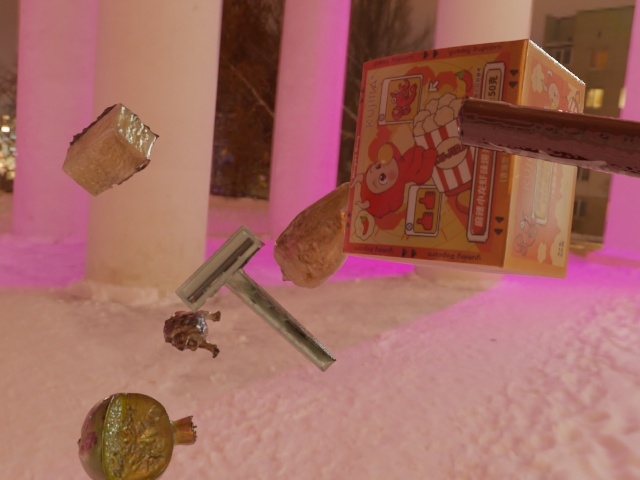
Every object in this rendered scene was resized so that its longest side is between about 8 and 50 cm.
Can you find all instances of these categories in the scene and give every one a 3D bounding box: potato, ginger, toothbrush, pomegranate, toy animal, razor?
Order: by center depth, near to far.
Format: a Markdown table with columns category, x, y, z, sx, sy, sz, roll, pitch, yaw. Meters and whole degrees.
| category | x | y | z | sx | sy | sz | roll | pitch | yaw |
| --- | --- | --- | --- | --- | --- | --- | --- | --- | --- |
| toothbrush | 0.252 | -0.045 | 0.422 | 0.364 | 0.041 | 0.041 | 17 | 12 | 32 |
| razor | -0.062 | 0.092 | 0.889 | 0.056 | 0.111 | 0.278 | 41 | -5 | 44 |
| potato | -0.287 | -0.118 | 0.951 | 0.122 | 0.086 | 0.061 | -30 | 33 | 24 |
| toy animal | -0.186 | 0.131 | 1.040 | 0.086 | 0.069 | 0.220 | 15 | -10 | -9 |
| pomegranate | -0.279 | 0.300 | 1.052 | 0.169 | 0.143 | 0.122 | 2 | -31 | -39 |
| ginger | 0.000 | 0.000 | 1.403 | 0.138 | 0.267 | 0.152 | 48 | 18 | 8 |

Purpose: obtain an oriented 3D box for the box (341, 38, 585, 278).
| category | x | y | z | sx | sy | sz | roll | pitch | yaw |
| --- | --- | --- | --- | --- | --- | --- | --- | --- | --- |
| box | 0.195 | -0.101 | 0.977 | 0.259 | 0.284 | 0.213 | 4 | -3 | 43 |
